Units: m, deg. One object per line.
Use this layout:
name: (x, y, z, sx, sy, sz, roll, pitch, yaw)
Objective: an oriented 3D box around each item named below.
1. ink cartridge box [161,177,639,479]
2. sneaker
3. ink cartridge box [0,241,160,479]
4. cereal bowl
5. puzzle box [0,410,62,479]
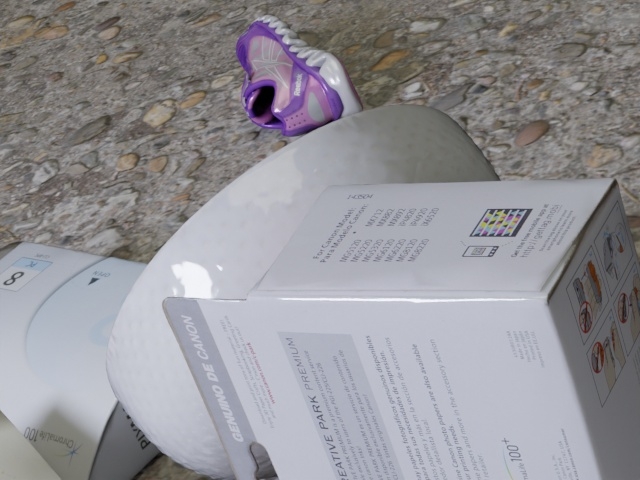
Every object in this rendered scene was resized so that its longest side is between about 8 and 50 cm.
ink cartridge box: (0.081, 0.122, 1.117, 0.272, 0.309, 0.130, 0, 35, 32)
sneaker: (-0.051, -0.178, 1.941, 0.104, 0.095, 0.236, -35, 32, -11)
ink cartridge box: (-0.285, 0.152, 1.523, 0.308, 0.091, 0.385, 9, 39, 42)
cereal bowl: (0.015, 0.066, 1.290, 0.339, 0.339, 0.141, -30, 63, -17)
puzzle box: (-0.277, 0.266, 1.221, 0.272, 0.052, 0.409, -24, 29, -21)
